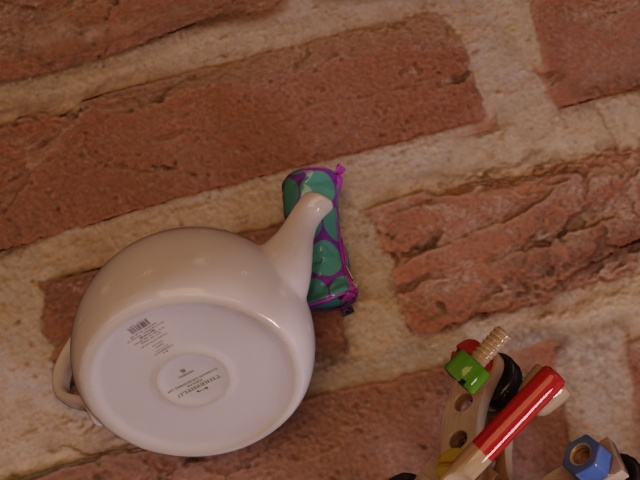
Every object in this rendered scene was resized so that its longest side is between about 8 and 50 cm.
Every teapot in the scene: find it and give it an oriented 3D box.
[{"bbox_3d":[-0.129,0.078,1.634,0.256,0.252,0.187,5,37,-9],"label":"teapot"}]

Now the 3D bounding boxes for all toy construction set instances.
[{"bbox_3d":[0.144,0.231,1.494,0.237,0.309,0.257,-46,63,-3],"label":"toy construction set"}]

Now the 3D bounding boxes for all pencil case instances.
[{"bbox_3d":[0.000,0.000,1.705,0.070,0.064,0.151,-16,69,20],"label":"pencil case"}]
